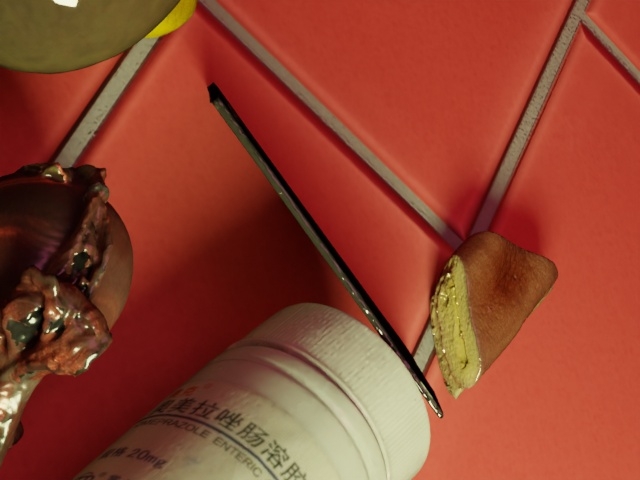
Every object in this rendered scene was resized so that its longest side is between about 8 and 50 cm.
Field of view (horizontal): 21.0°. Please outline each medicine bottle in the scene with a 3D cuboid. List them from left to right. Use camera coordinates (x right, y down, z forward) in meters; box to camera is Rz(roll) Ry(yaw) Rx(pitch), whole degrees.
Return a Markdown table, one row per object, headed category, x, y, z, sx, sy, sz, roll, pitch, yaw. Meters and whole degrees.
| category | x | y | z | sx | sy | sz | roll | pitch | yaw |
| --- | --- | --- | --- | --- | --- | --- | --- | --- | --- |
| medicine bottle | -0.070 | 0.204 | 1.367 | 0.332 | 0.190 | 0.190 | -40 | 100 | -42 |

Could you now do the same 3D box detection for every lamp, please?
| category | x | y | z | sx | sy | sz | roll | pitch | yaw |
| --- | --- | --- | --- | --- | --- | --- | --- | --- | --- |
| lamp | -0.234 | 0.042 | 1.326 | 0.151 | 0.215 | 0.223 | 35 | 29 | -8 |

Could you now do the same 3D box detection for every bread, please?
| category | x | y | z | sx | sy | sz | roll | pitch | yaw |
| --- | --- | --- | --- | --- | --- | --- | --- | --- | --- |
| bread | 0.161 | 0.053 | 1.712 | 0.192 | 0.067 | 0.119 | -42 | 108 | -41 |

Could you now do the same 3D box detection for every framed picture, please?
| category | x | y | z | sx | sy | sz | roll | pitch | yaw |
| --- | --- | --- | --- | --- | --- | --- | --- | --- | --- |
| framed picture | 0.000 | 0.000 | 1.518 | 0.013 | 0.244 | 0.324 | -36 | 99 | 1 |

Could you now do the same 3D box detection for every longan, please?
| category | x | y | z | sx | sy | sz | roll | pitch | yaw |
| --- | --- | --- | --- | --- | --- | --- | --- | --- | --- |
| longan | -0.198 | -0.272 | 1.375 | 0.243 | 0.300 | 0.300 | 31 | 55 | -24 |

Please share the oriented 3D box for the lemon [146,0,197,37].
| category | x | y | z | sx | sy | sz | roll | pitch | yaw |
| --- | --- | --- | --- | --- | --- | --- | --- | --- | --- |
| lemon | -0.159 | -0.221 | 1.545 | 0.111 | 0.082 | 0.082 | -12 | 80 | -43 |
